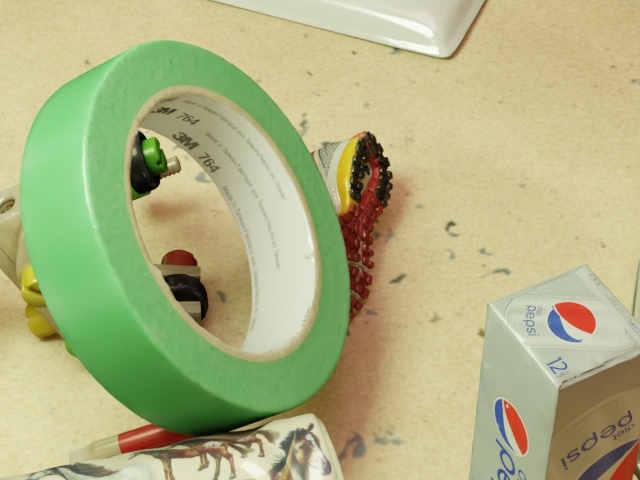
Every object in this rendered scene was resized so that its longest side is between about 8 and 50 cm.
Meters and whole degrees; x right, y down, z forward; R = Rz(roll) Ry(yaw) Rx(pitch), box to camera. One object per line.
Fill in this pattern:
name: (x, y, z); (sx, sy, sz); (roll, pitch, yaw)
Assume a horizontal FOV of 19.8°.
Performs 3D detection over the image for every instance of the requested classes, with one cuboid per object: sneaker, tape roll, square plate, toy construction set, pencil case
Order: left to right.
toy construction set: (-0.235, 0.054, 1.614); (0.237, 0.257, 0.309); (-19, 68, 7)
pencil case: (-0.162, 0.239, 1.414); (0.410, 0.160, 0.183); (-9, 8, -7)
tape roll: (-0.103, -0.003, 1.507); (0.077, 0.321, 0.321); (-23, 35, 32)
sneaker: (0.000, 0.000, 1.729); (0.092, 0.088, 0.225); (-11, 43, 32)
square plate: (0.048, -0.361, 2.100); (0.347, 0.049, 0.344); (16, 47, 18)

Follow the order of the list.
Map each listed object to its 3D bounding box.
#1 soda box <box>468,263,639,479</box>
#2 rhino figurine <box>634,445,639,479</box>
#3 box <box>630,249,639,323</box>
soda box: (0.179, 0.159, 1.404); (0.091, 0.286, 0.098); (-21, 48, -20)
rhino figurine: (0.355, 0.148, 1.564); (0.243, 0.073, 0.106); (-15, 49, -15)
box: (0.386, -0.037, 1.712); (0.148, 0.121, 0.311); (12, 47, 14)
